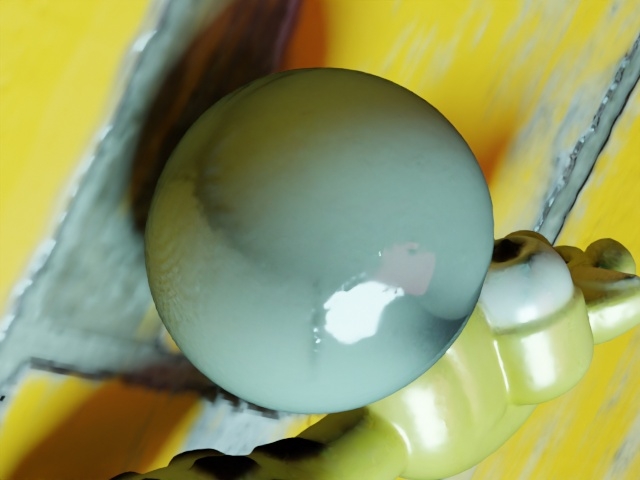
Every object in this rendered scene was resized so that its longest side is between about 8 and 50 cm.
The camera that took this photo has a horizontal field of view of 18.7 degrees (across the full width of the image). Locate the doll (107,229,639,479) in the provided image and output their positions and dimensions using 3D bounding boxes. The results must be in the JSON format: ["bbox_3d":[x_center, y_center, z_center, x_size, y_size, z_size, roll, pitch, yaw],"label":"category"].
[{"bbox_3d":[0.008,0.068,0.649,0.291,0.117,0.086,-37,125,-37],"label":"doll"}]

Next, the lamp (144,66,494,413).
[{"bbox_3d":[0.000,0.000,0.582,0.105,0.105,0.105,-38,144,-35],"label":"lamp"}]
